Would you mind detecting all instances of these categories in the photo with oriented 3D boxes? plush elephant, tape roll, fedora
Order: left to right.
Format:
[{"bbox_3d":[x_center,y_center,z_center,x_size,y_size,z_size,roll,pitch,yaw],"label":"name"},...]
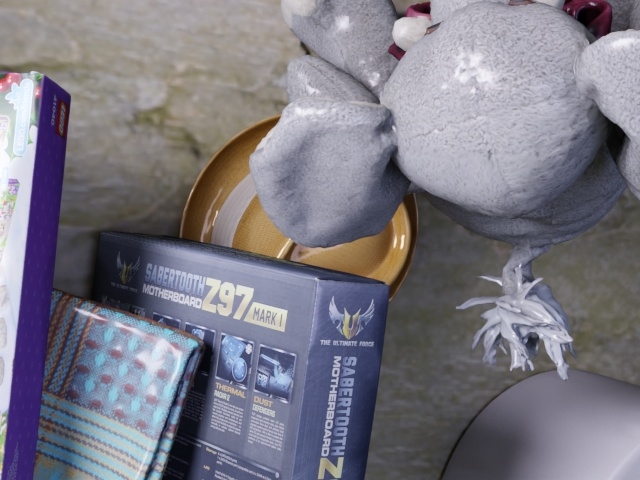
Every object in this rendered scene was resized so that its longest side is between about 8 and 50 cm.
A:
[{"bbox_3d":[0.000,0.000,0.833,0.194,0.079,0.194,-3,97,-27],"label":"fedora"},{"bbox_3d":[0.100,-0.095,0.688,0.272,0.255,0.329,-8,74,8],"label":"plush elephant"},{"bbox_3d":[0.234,0.234,0.932,0.246,0.169,0.246,-4,98,-28],"label":"tape roll"}]

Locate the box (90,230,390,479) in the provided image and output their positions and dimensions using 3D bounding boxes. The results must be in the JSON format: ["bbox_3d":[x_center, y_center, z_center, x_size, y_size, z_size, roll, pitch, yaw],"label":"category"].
[{"bbox_3d":[-0.065,0.097,0.719,0.059,0.233,0.183,5,93,-41],"label":"box"}]

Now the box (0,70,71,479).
[{"bbox_3d":[-0.251,0.052,0.638,0.201,0.057,0.293,4,84,5],"label":"box"}]

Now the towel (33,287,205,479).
[{"bbox_3d":[-0.245,0.188,0.668,0.272,0.040,0.370,19,87,7],"label":"towel"}]
